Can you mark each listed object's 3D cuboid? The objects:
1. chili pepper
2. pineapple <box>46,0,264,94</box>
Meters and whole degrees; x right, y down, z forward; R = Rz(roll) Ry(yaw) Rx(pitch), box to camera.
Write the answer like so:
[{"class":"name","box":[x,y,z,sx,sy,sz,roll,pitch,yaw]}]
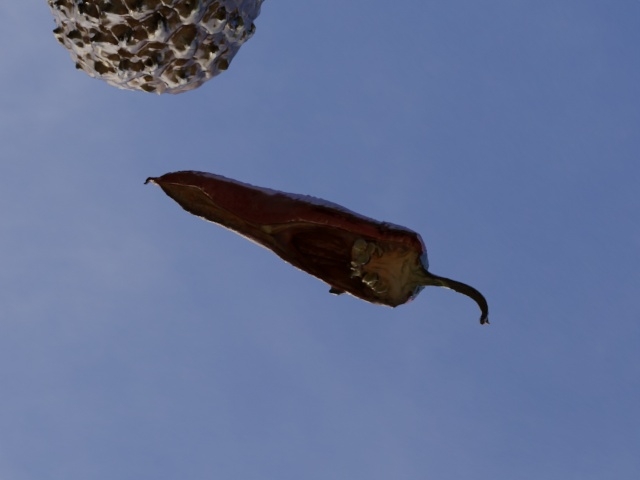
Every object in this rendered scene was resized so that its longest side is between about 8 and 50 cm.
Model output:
[{"class":"chili pepper","box":[0.000,0.000,1.318,0.268,0.050,0.059,19,-77,20]},{"class":"pineapple","box":[-0.146,-0.291,1.571,0.202,0.362,0.202,-1,-126,2]}]
